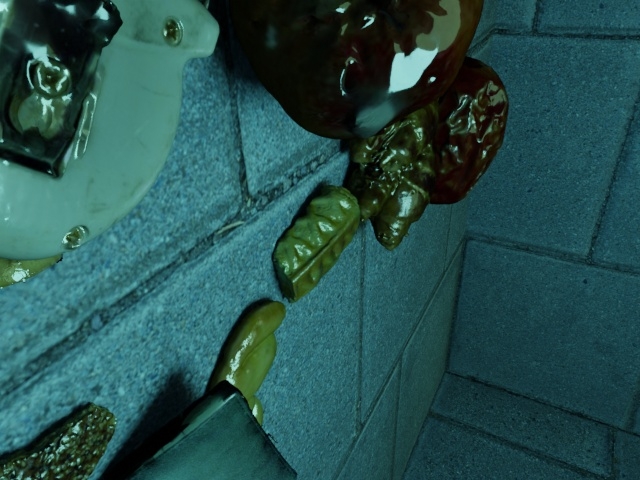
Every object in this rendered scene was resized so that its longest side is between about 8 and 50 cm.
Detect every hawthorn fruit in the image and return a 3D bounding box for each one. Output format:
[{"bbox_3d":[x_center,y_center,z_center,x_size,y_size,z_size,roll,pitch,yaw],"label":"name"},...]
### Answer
[{"bbox_3d":[0.035,-0.277,0.596,0.308,0.324,0.309,-2,95,-21],"label":"hawthorn fruit"}]

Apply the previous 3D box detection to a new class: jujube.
[{"bbox_3d":[0.337,-0.280,1.269,0.276,0.276,0.377,-49,156,-45],"label":"jujube"}]

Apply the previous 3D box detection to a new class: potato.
[{"bbox_3d":[-0.253,0.013,0.399,0.093,0.037,0.036,-40,133,-52],"label":"potato"}]

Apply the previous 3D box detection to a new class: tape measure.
[{"bbox_3d":[-0.201,-0.121,0.331,0.258,0.130,0.265,16,89,-68],"label":"tape measure"}]

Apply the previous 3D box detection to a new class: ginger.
[{"bbox_3d":[0.159,-0.161,1.052,0.274,0.152,0.358,-41,136,-52],"label":"ginger"}]

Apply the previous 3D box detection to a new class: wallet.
[{"bbox_3d":[-0.143,0.355,0.716,0.190,0.046,0.379,-39,139,-20],"label":"wallet"}]

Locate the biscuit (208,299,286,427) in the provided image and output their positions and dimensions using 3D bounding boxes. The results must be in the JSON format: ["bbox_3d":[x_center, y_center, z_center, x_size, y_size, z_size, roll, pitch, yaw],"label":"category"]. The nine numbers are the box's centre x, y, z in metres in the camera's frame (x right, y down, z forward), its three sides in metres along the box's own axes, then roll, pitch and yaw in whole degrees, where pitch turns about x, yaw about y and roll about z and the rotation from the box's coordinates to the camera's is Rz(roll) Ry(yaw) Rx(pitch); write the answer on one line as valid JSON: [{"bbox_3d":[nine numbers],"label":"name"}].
[{"bbox_3d":[-0.126,0.245,0.786,0.154,0.045,0.299,1,101,-64],"label":"biscuit"}]

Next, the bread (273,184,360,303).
[{"bbox_3d":[0.000,0.000,0.887,0.232,0.087,0.128,-54,140,-31],"label":"bread"}]

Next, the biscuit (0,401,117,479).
[{"bbox_3d":[-0.291,0.260,0.459,0.237,0.026,0.131,-62,154,-26],"label":"biscuit"}]
